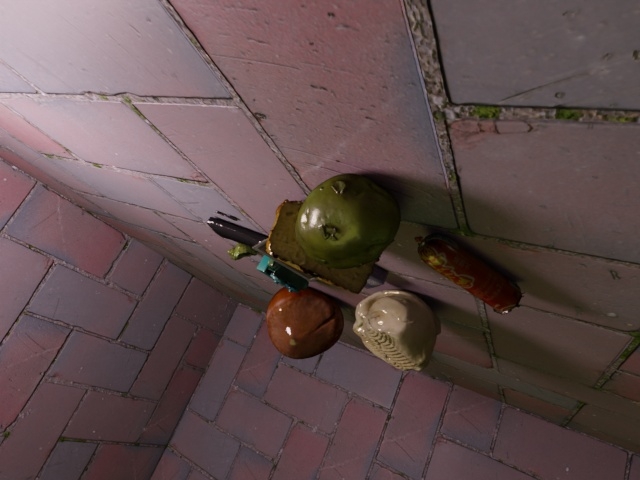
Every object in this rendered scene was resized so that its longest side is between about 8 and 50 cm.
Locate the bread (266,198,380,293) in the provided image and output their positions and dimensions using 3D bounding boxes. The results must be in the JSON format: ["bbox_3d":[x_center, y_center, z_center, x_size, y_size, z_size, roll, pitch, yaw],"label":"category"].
[{"bbox_3d":[-0.003,0.014,0.970,0.261,0.160,0.147,23,170,-15],"label":"bread"}]

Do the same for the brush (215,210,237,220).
[{"bbox_3d":[-0.304,-0.080,1.324,0.084,0.008,0.024,21,164,13],"label":"brush"}]

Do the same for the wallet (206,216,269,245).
[{"bbox_3d":[-0.264,-0.009,1.425,0.251,0.044,0.149,19,165,13],"label":"wallet"}]

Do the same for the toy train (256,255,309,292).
[{"bbox_3d":[-0.134,0.118,1.526,0.155,0.107,0.198,16,163,49],"label":"toy train"}]

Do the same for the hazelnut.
[{"bbox_3d":[-0.076,0.353,1.831,0.372,0.315,0.372,40,-172,-7],"label":"hazelnut"}]

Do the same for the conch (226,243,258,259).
[{"bbox_3d":[-0.300,0.048,1.574,0.121,0.073,0.089,5,-161,-5],"label":"conch"}]

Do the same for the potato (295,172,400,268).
[{"bbox_3d":[0.049,-0.032,0.785,0.187,0.148,0.253,16,159,-28],"label":"potato"}]

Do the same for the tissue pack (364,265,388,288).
[{"bbox_3d":[0.104,0.085,1.200,0.157,0.051,0.112,29,159,-12],"label":"tissue pack"}]

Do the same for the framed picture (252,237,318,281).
[{"bbox_3d":[-0.068,0.052,1.318,0.252,0.014,0.197,33,146,-26],"label":"framed picture"}]

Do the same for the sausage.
[{"bbox_3d":[0.295,0.059,0.841,0.264,0.083,0.083,31,161,-17],"label":"sausage"}]

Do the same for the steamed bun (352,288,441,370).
[{"bbox_3d":[0.250,0.259,1.284,0.276,0.203,0.289,21,151,40],"label":"steamed bun"}]
